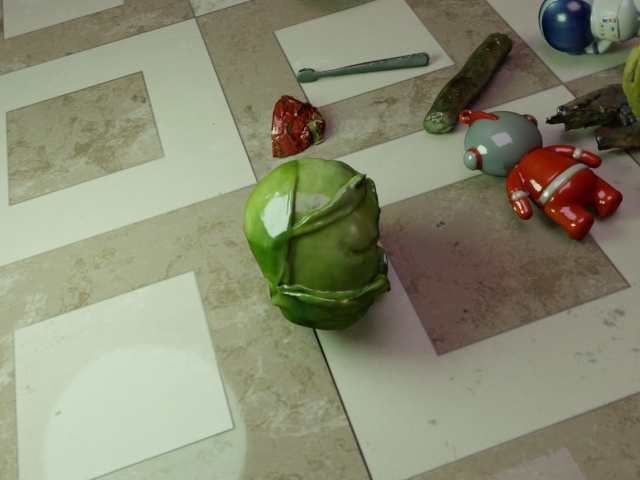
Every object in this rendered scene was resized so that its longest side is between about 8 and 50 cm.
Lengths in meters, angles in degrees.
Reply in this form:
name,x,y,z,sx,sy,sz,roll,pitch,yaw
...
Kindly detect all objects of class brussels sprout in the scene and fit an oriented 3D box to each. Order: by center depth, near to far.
name,x,y,z,sx,sy,sz,roll,pitch,yaw
brussels sprout,-0.002,0.002,1.161,0.227,0.260,0.294,-12,24,-19

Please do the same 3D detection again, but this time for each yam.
name,x,y,z,sx,sy,sz,roll,pitch,yaw
yam,0.307,-0.329,1.514,0.067,0.071,0.317,41,60,-5

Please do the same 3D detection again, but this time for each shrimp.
name,x,y,z,sx,sy,sz,roll,pitch,yaw
shrimp,0.539,-0.220,1.375,0.254,0.059,0.145,-24,66,-27

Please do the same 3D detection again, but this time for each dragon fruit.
name,x,y,z,sx,sy,sz,roll,pitch,yaw
dragon fruit,-0.044,-0.251,1.505,0.106,0.083,0.162,2,48,9

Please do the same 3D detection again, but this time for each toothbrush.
name,x,y,z,sx,sy,sz,roll,pitch,yaw
toothbrush,0.095,-0.386,1.627,0.297,0.030,0.031,-6,39,6

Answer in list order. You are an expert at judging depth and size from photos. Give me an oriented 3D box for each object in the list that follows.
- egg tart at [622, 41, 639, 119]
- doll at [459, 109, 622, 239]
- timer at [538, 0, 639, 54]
name,x,y,z,sx,sy,sz,roll,pitch,yaw
egg tart,0.688,-0.313,1.238,0.345,0.345,0.133,4,57,14
doll,0.371,-0.138,1.321,0.199,0.105,0.336,-35,60,-18
timer,0.632,-0.452,1.468,0.383,0.270,0.270,4,49,32
